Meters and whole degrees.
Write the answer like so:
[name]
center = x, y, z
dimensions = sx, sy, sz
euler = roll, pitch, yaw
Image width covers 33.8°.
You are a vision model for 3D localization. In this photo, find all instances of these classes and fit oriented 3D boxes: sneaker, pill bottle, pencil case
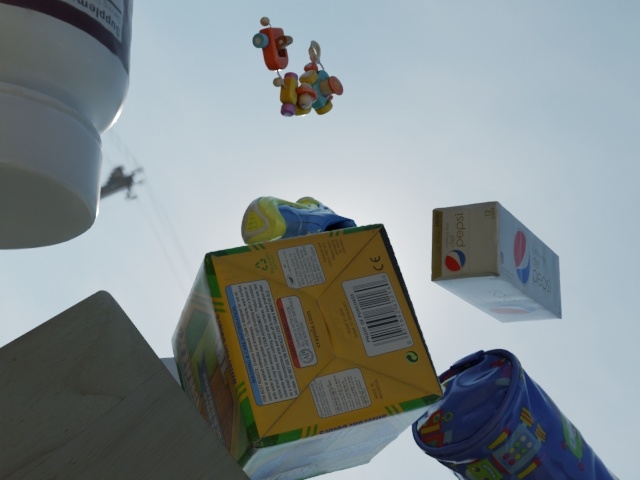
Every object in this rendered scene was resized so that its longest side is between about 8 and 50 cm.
[sneaker]
center = 0.000, 0.000, 1.327
dimensions = 0.126, 0.240, 0.091
euler = 17, -82, 23
[pill bottle]
center = -0.265, -0.206, 0.868
dimensions = 0.224, 0.224, 0.392
euler = 143, -49, -59
[pencil case]
center = 0.217, 0.226, 1.021
dimensions = 0.119, 0.133, 0.306
euler = -28, -57, 28

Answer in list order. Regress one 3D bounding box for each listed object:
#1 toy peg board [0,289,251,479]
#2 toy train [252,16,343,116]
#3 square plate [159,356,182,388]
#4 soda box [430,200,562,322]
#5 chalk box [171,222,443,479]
[toy peg board]
center = -0.121, 0.130, 0.507
dimensions = 0.079, 0.161, 0.161
euler = -37, -90, 26
[toy train]
center = -0.020, -0.220, 1.338
dimensions = 0.046, 0.166, 0.125
euler = -9, -91, 29
[square plate]
center = -0.209, 0.306, 1.504
dimensions = 0.347, 0.344, 0.049
euler = 54, -51, 37
[soda box]
center = 0.179, 0.027, 1.052
dimensions = 0.069, 0.216, 0.074
euler = -6, -107, 26
[chalk box]
center = -0.025, 0.098, 0.749
dimensions = 0.213, 0.132, 0.132
euler = 121, -45, -59
